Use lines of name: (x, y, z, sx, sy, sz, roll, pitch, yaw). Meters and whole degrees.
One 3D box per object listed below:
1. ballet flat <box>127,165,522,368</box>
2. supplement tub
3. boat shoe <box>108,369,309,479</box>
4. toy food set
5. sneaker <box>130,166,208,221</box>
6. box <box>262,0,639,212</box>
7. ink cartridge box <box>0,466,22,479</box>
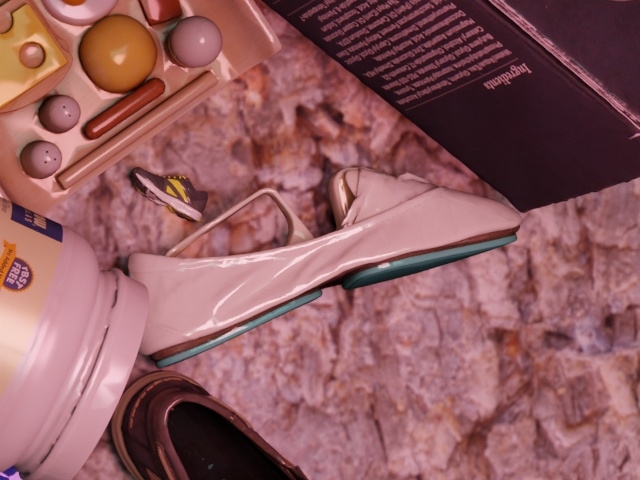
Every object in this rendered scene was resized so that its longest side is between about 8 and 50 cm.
ballet flat: (0.000, 0.000, 1.838, 0.400, 0.139, 0.139, -19, 95, -14)
supplement tub: (-0.336, 0.063, 1.665, 0.325, 0.235, 0.235, 25, 82, -17)
boat shoe: (-0.056, 0.270, 1.809, 0.355, 0.130, 0.132, 44, 77, -13)
toy food set: (-0.215, -0.182, 1.782, 0.306, 0.092, 0.219, -37, 100, -16)
sneaker: (-0.144, -0.050, 1.840, 0.083, 0.031, 0.035, 34, 73, -24)
box: (0.192, -0.366, 1.781, 0.472, 0.297, 0.480, 38, 69, -13)
ink cartridge box: (-0.358, 0.269, 1.756, 0.206, 0.045, 0.208, 22, 81, -16)
